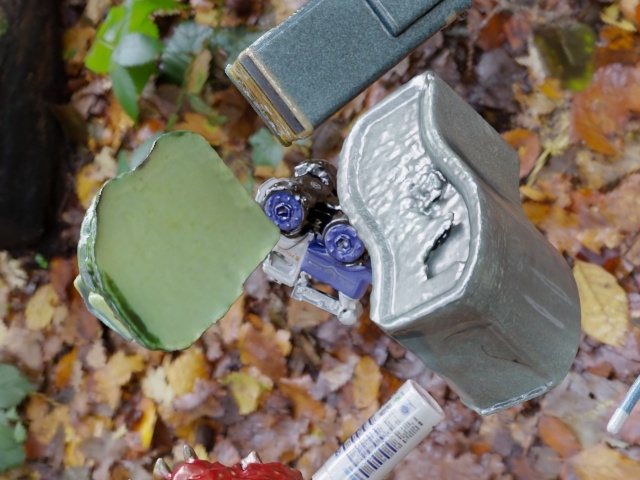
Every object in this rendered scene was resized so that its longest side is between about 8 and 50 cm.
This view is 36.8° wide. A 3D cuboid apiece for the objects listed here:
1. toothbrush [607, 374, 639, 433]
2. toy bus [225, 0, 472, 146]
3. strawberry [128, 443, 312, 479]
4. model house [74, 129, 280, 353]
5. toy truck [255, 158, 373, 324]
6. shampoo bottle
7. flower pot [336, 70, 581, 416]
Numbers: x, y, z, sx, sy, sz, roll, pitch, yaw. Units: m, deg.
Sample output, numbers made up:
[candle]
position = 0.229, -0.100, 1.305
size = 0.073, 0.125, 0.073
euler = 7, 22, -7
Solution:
[toothbrush]
position = 0.424, 0.118, 1.162
size = 0.025, 0.019, 0.275
euler = 34, 82, 33
[toy bus]
position = 0.036, -0.247, 1.154
size = 0.275, 0.138, 0.167
euler = -39, 9, -7
[strawberry]
position = -0.028, 0.296, 0.808
size = 0.138, 0.233, 0.306
euler = -55, 37, 11
[model house]
position = -0.200, 0.008, 1.095
size = 0.214, 0.195, 0.189
euler = -53, 22, -25
[toy truck]
position = 0.000, 0.000, 1.362
size = 0.213, 0.161, 0.177
euler = 28, 118, 9
[shampoo bottle]
position = 0.077, 0.374, 1.643
size = 0.303, 0.092, 0.092
euler = -47, 46, 7
[flower pot]
position = 0.086, -0.004, 0.643
size = 0.103, 0.108, 0.229
euler = -37, 34, 22
